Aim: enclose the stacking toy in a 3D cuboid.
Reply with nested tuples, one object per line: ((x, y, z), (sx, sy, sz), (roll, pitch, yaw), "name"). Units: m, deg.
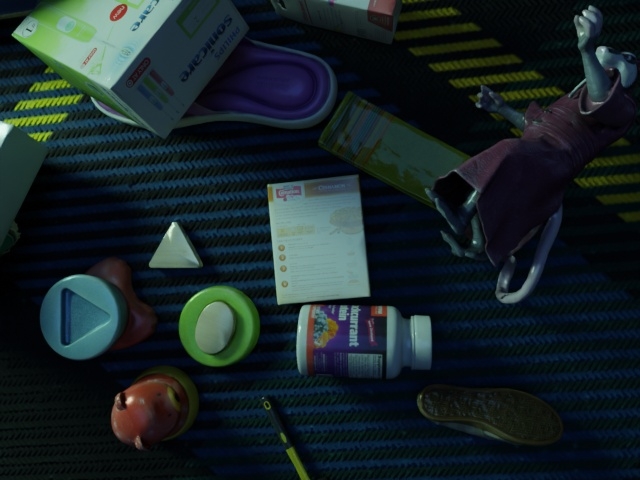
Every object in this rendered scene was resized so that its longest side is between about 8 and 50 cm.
((-0.264, 0.139, 0.880), (0.279, 0.130, 0.309), (-41, 84, 3), "stacking toy")

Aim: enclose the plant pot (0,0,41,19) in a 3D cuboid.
((-0.528, -0.467, 0.855), (0.236, 0.236, 0.212), (-28, 92, -36), "plant pot")

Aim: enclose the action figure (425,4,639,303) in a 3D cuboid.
((0.325, -0.120, 0.774), (0.370, 0.248, 0.276), (-39, 92, 0), "action figure")

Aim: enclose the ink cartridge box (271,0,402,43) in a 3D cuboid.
((0.024, -0.375, 0.882), (0.198, 0.115, 0.067), (15, 90, 6), "ink cartridge box")

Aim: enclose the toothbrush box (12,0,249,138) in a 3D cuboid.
((-0.280, -0.304, 0.835), (0.283, 0.122, 0.206), (32, 82, 31), "toothbrush box")

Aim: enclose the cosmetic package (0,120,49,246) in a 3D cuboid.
((-0.660, -0.083, 0.900), (0.377, 0.097, 0.285), (18, 80, 16), "cosmetic package")

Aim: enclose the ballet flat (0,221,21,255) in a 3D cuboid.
((-0.610, 0.027, 0.958), (0.240, 0.091, 0.077), (-32, 54, 0), "ballet flat")

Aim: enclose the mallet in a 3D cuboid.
((-0.036, 0.327, 0.896), (0.062, 0.039, 0.190), (-23, 81, 6), "mallet")

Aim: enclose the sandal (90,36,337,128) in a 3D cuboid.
((-0.181, -0.267, 0.904), (0.415, 0.102, 0.170), (3, 85, 8), "sandal")

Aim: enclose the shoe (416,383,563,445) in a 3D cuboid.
((0.251, 0.258, 0.862), (0.218, 0.058, 0.077), (13, 69, 3), "shoe")

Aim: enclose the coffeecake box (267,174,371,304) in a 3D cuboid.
((0.000, 0.000, 0.889), (0.142, 0.068, 0.186), (-6, 87, 6), "coffeecake box")

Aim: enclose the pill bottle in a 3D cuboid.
((0.066, 0.151, 0.855), (0.193, 0.108, 0.108), (0, 87, 6), "pill bottle")

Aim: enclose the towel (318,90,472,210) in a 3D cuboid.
((0.120, -0.141, 0.908), (0.237, 0.021, 0.102), (29, 91, 6), "towel")
